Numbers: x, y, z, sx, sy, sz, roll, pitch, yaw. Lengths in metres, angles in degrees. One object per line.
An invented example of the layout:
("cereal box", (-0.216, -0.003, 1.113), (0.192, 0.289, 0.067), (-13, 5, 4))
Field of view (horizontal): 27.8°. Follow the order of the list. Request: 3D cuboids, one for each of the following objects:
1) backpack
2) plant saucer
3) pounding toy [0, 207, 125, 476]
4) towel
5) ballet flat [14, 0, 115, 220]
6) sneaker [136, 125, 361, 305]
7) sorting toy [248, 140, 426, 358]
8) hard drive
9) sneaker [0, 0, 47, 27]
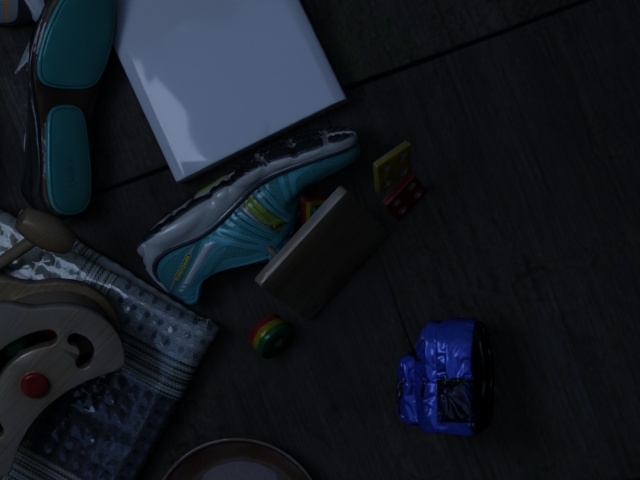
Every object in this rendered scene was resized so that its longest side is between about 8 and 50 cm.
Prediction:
("backpack", (0.132, 0.141, 1.365), (0.101, 0.098, 0.120), (3, 89, 11))
("plant saucer", (-0.088, 0.314, 1.417), (0.199, 0.036, 0.198), (0, 88, 8))
("pounding toy", (-0.303, 0.103, 1.390), (0.154, 0.155, 0.269), (24, 105, -22))
("towel", (-0.321, 0.150, 1.455), (0.324, 0.056, 0.312), (29, 94, 5))
("ballet flat", (-0.295, -0.163, 1.430), (0.096, 0.095, 0.280), (14, 97, 48))
("sneaker", (-0.067, -0.032, 1.413), (0.275, 0.107, 0.110), (-34, 103, 10))
("sorting toy", (0.000, 0.000, 1.378), (0.274, 0.132, 0.046), (-47, 60, 1))
("hard drive", (-0.131, -0.252, 1.444), (0.210, 0.040, 0.318), (-26, 84, 6))
("sneaker", (-0.364, -0.370, 1.453), (0.108, 0.100, 0.271), (-12, 86, 12))
